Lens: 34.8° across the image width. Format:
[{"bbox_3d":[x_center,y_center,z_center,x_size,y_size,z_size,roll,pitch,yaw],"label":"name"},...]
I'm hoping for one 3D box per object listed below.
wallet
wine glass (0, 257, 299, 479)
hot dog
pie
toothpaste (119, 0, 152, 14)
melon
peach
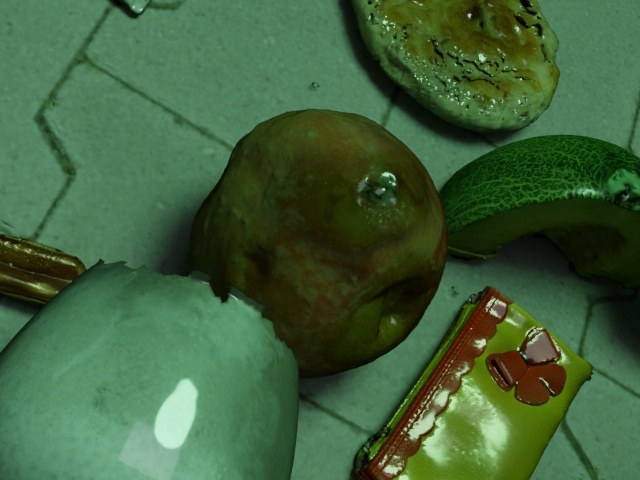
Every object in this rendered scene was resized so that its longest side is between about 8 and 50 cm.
[{"bbox_3d":[0.143,0.159,0.920,0.141,0.067,0.241,42,57,-4],"label":"wallet"},{"bbox_3d":[-0.148,0.185,0.659,0.238,0.238,0.323,28,63,-15],"label":"wine glass"},{"bbox_3d":[-0.241,0.020,0.799,0.122,0.037,0.049,20,72,-13],"label":"hot dog"},{"bbox_3d":[0.152,-0.236,1.104,0.274,0.055,0.274,13,58,-22],"label":"pie"},{"bbox_3d":[-0.234,-0.281,0.933,0.197,0.035,0.057,33,66,-15],"label":"toothpaste"},{"bbox_3d":[0.250,-0.050,1.005,0.265,0.169,0.129,12,63,-24],"label":"melon"},{"bbox_3d":[0.000,0.000,0.816,0.214,0.235,0.214,7,64,-14],"label":"peach"}]
